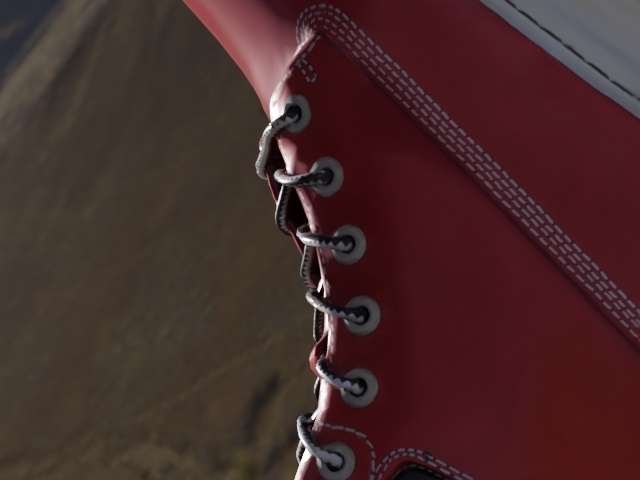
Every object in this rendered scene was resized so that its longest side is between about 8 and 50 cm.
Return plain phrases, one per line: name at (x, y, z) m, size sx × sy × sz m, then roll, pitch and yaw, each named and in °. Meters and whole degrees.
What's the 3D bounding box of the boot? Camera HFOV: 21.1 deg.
boot at (0.000, 0.000, 0.424) m, size 0.176 × 0.244 × 0.088 m, roll -52°, pitch -10°, yaw -12°
